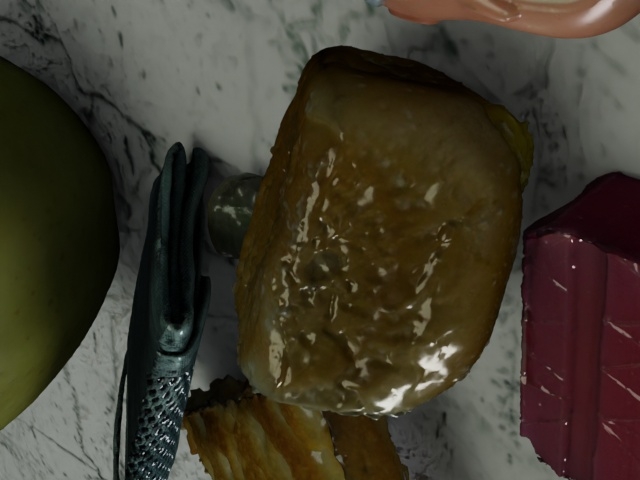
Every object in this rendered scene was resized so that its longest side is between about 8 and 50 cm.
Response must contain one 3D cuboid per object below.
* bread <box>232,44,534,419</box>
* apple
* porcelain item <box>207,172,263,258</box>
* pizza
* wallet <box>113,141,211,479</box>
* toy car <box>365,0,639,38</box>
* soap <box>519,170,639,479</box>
[{"bbox_3d":[0.043,0.002,0.720,0.176,0.195,0.246,14,110,-9],"label":"bread"},{"bbox_3d":[-0.433,0.001,1.071,0.474,0.474,0.473,28,136,31],"label":"apple"},{"bbox_3d":[0.000,0.000,0.890,0.216,0.069,0.081,18,124,40],"label":"porcelain item"},{"bbox_3d":[-0.026,0.228,1.070,0.406,0.130,0.439,31,139,49],"label":"pizza"},{"bbox_3d":[-0.153,0.103,1.032,0.075,0.237,0.342,8,135,-12],"label":"wallet"},{"bbox_3d":[0.124,-0.216,0.507,0.212,0.180,0.270,32,139,12],"label":"toy car"},{"bbox_3d":[0.218,0.091,0.700,0.162,0.099,0.250,23,133,35],"label":"soap"}]
